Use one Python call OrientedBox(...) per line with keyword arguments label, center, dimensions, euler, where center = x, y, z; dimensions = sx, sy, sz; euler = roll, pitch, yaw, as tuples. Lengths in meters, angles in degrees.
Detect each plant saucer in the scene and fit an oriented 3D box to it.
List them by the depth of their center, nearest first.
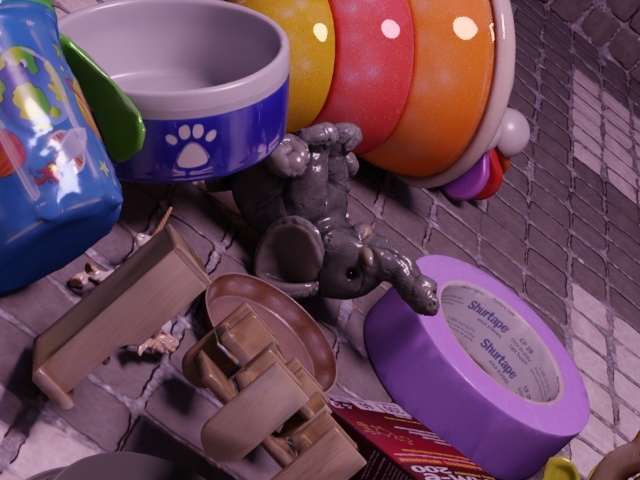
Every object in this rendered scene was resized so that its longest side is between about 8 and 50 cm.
OrientedBox(label="plant saucer", center=(-0.057, 0.105, 1.482), dimensions=(0.168, 0.029, 0.168), euler=(31, 27, -18))

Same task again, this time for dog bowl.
OrientedBox(label="dog bowl", center=(-0.165, -0.166, 1.523), dimensions=(0.265, 0.104, 0.265), euler=(1, 31, -1))

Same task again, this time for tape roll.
OrientedBox(label="tape roll", center=(0.185, 0.146, 1.677), dimensions=(0.275, 0.090, 0.275), euler=(31, 28, -19))

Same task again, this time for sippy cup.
OrientedBox(label="sippy cup", center=(-0.293, -0.081, 1.252), dimensions=(0.305, 0.240, 0.224), euler=(-29, 80, -17))

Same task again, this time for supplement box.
OrientedBox(label="supplement box", center=(0.089, 0.231, 1.337), dimensions=(0.130, 0.073, 0.239), euler=(14, 14, -43))

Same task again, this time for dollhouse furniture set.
OrientedBox(label="dollhouse furniture set", center=(-0.108, 0.134, 1.233), dimensions=(0.242, 0.161, 0.212), euler=(49, 0, -16))

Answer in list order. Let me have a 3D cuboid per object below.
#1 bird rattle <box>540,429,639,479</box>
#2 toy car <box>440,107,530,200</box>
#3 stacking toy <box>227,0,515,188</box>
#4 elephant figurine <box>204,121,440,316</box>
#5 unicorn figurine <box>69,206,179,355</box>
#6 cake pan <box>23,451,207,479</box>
OrientedBox(label="bird rattle", center=(0.342, 0.315, 1.510), dimensions=(0.143, 0.207, 0.253), euler=(8, 36, -41))
OrientedBox(label="toy car", center=(0.214, -0.125, 2.102), dimensions=(0.182, 0.159, 0.136), euler=(2, 83, -53))
OrientedBox(label="stacking toy", center=(-0.022, -0.249, 1.851), dimensions=(0.480, 0.350, 0.350), euler=(1, 44, -29))
OrientedBox(label="elephant figurine", center=(0.000, 0.000, 1.597), dimensions=(0.169, 0.186, 0.239), euler=(-16, 84, -21))
OrientedBox(label="unicorn figurine", center=(-0.182, 0.047, 1.381), dimensions=(0.111, 0.060, 0.162), euler=(7, 58, -50))
OrientedBox(label="cake pan", center=(-0.121, 0.278, 1.099), dimensions=(0.293, 0.054, 0.293), euler=(32, 27, -19))
